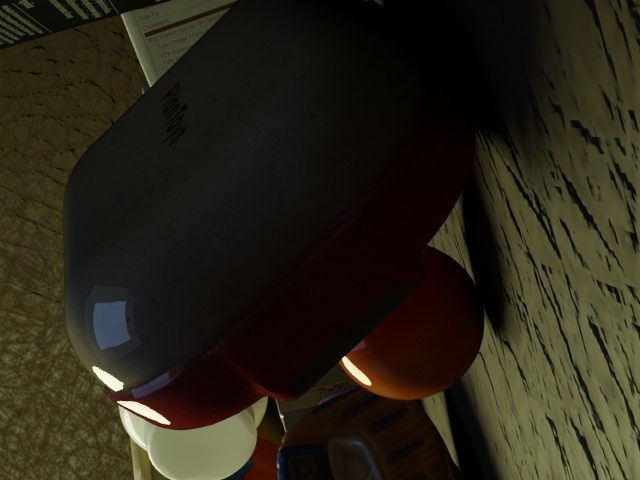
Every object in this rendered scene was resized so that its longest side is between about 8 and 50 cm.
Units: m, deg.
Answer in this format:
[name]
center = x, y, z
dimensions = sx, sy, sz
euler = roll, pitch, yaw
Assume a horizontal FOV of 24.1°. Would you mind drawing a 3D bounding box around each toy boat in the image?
[toy boat]
center = 0.000, 0.000, 0.550
dimensions = 0.151, 0.151, 0.231
euler = 44, -172, -20

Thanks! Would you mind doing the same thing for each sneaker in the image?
[sneaker]
center = 0.062, 0.203, 0.722
dimensions = 0.296, 0.112, 0.131
euler = -100, -15, -51

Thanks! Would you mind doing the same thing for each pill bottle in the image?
[pill bottle]
center = -0.108, 0.095, 1.203
dimensions = 0.215, 0.117, 0.117
euler = -111, 6, -56

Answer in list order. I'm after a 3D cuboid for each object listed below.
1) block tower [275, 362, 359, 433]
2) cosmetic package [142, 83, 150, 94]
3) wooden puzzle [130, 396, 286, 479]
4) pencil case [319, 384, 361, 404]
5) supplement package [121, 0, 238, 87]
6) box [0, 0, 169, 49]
[block tower]
center = 0.003, 0.098, 1.159
dimensions = 0.097, 0.091, 0.335
euler = 81, 173, -60
[cosmetic package]
center = -0.068, -0.019, 1.421
dimensions = 0.224, 0.138, 0.224
euler = -110, 6, -52
[wooden puzzle]
center = -0.043, 0.187, 1.476
dimensions = 0.348, 0.080, 0.322
euler = 31, -159, -27
[pencil case]
center = 0.047, 0.168, 0.973
dimensions = 0.070, 0.065, 0.151
euler = -47, 55, 57
[supplement package]
center = -0.072, -0.148, 0.972
dimensions = 0.105, 0.105, 0.179
euler = -109, -1, -61
[box]
center = -0.073, -0.131, 0.470
dimensions = 0.261, 0.184, 0.103
euler = -145, 41, -85
